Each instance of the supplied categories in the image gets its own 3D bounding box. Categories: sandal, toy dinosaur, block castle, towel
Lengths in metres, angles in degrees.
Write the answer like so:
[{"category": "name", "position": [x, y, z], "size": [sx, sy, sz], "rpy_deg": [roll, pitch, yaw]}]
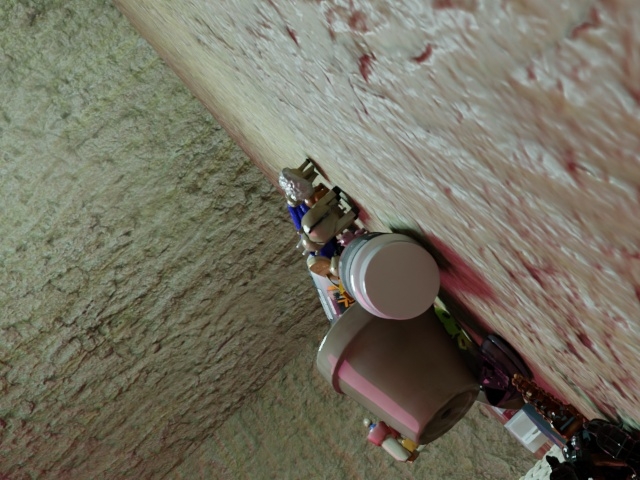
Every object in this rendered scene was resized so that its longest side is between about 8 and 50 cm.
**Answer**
[{"category": "sandal", "position": [0.053, 0.117, 1.790], "size": [0.240, 0.088, 0.079], "rpy_deg": [23, -140, -47]}, {"category": "toy dinosaur", "position": [0.427, 0.344, 0.911], "size": [0.322, 0.164, 0.218], "rpy_deg": [22, -176, 25]}, {"category": "block castle", "position": [0.375, 0.591, 2.193], "size": [0.213, 0.453, 0.303], "rpy_deg": [38, 175, 25]}, {"category": "towel", "position": [0.000, 0.000, 1.869], "size": [0.227, 0.076, 0.308], "rpy_deg": [59, -173, 33]}]

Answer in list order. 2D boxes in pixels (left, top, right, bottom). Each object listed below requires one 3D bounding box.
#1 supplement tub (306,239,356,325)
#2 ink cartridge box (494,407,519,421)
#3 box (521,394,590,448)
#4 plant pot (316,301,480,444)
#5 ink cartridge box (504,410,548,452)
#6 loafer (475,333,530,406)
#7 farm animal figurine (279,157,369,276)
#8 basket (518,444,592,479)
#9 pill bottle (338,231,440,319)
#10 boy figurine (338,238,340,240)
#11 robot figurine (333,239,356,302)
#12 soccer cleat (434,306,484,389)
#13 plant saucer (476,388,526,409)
[{"category": "supplement tub", "position": [0.094, 0.184, 2.196], "size": [0.207, 0.207, 0.337], "rpy_deg": [42, 158, 62]}, {"category": "ink cartridge box", "position": [0.513, 0.445, 1.757], "size": [0.175, 0.072, 0.127], "rpy_deg": [46, 178, 6]}, {"category": "box", "position": [0.525, 0.413, 1.194], "size": [0.100, 0.060, 0.244], "rpy_deg": [48, 177, -28]}, {"category": "plant pot", "position": [0.199, 0.296, 1.358], "size": [0.280, 0.323, 0.323], "rpy_deg": [45, 177, 36]}, {"category": "ink cartridge box", "position": [0.564, 0.501, 1.586], "size": [0.090, 0.092, 0.143], "rpy_deg": [46, 177, 20]}, {"category": "loafer", "position": [0.386, 0.297, 1.275], "size": [0.109, 0.095, 0.302], "rpy_deg": [47, 178, 36]}, {"category": "farm animal figurine", "position": [0.027, -0.013, 1.524], "size": [0.330, 0.172, 0.327], "rpy_deg": [46, 177, 23]}, {"category": "basket", "position": [0.609, 0.703, 1.364], "size": [0.331, 0.328, 0.266], "rpy_deg": [47, 180, -15]}, {"category": "pill bottle", "position": [0.130, 0.064, 1.153], "size": [0.161, 0.161, 0.283], "rpy_deg": [47, 177, -5]}, {"category": "boy figurine", "position": [0.009, -0.044, 2.281], "size": [0.285, 0.092, 0.177], "rpy_deg": [53, -161, -43]}, {"category": "robot figurine", "position": [0.127, 0.102, 1.727], "size": [0.211, 0.085, 0.291], "rpy_deg": [45, -154, -22]}, {"category": "soccer cleat", "position": [0.360, 0.284, 1.577], "size": [0.289, 0.093, 0.121], "rpy_deg": [47, 180, -16]}, {"category": "plant saucer", "position": [0.476, 0.417, 1.611], "size": [0.169, 0.029, 0.168], "rpy_deg": [10, -175, -1]}]
